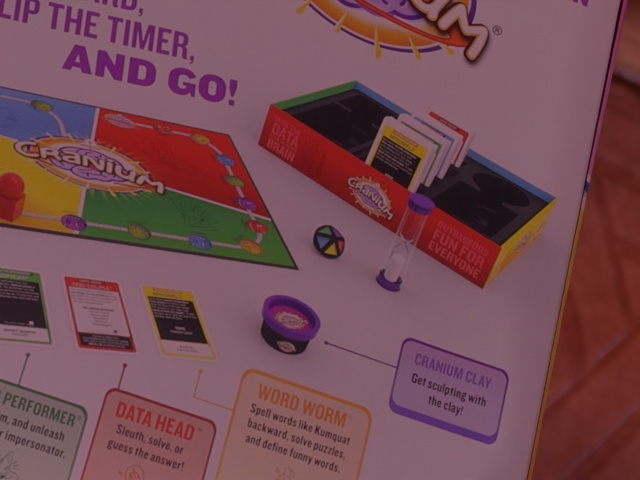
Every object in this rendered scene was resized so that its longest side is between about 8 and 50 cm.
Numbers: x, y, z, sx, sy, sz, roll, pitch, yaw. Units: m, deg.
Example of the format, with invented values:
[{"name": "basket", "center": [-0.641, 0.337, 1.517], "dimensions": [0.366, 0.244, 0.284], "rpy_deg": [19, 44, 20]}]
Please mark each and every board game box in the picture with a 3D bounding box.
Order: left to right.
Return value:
[{"name": "board game box", "center": [-0.040, 0.001, 0.576], "dimensions": [0.242, 0.064, 0.317], "rpy_deg": [21, 67, -13]}]
